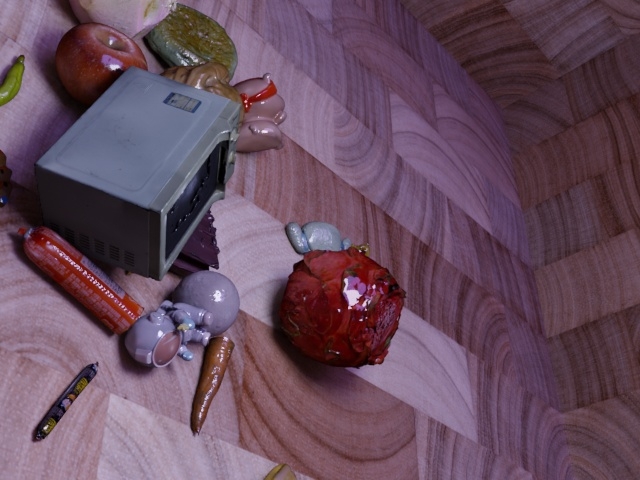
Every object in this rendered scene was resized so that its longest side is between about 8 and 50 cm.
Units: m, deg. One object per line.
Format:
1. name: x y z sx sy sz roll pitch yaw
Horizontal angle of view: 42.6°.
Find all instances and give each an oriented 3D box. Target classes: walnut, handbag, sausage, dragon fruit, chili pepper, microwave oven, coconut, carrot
1. walnut: -0.292 -0.310 1.924 0.224 0.257 0.257 30 32 9
2. handbag: -0.317 -0.033 1.794 0.216 0.074 0.203 29 36 -43
3. sausage: -0.441 0.277 1.439 0.028 0.025 0.198 50 34 -14
4. dragon fruit: 0.049 0.164 1.978 0.301 0.296 0.296 20 37 4
5. sausage: -0.454 0.067 1.537 0.274 0.074 0.074 47 35 -24
6. chili pepper: -0.620 -0.303 1.616 0.048 0.043 0.208 27 35 -7
7. microwave oven: -0.345 -0.132 1.605 0.286 0.219 0.355 19 47 8
8. coconut: -0.458 -0.572 1.874 0.233 0.233 0.245 55 31 -11
9. carrot: -0.234 0.301 1.707 0.057 0.057 0.224 42 42 -29

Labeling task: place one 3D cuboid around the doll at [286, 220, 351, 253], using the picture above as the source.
1. doll: 0.000 0.000 2.227 0.214 0.071 0.104 14 61 -35

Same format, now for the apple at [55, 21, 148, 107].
1. apple: -0.470 -0.363 1.758 0.201 0.162 0.201 27 32 -19

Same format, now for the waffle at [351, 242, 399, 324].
1. waffle: 0.121 0.142 2.315 0.293 0.069 0.259 62 30 2

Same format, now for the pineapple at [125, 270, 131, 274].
1. pineapple: -0.388 0.036 1.706 0.045 0.019 0.083 18 49 -45

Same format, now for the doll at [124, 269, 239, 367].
1. doll: -0.284 0.163 1.660 0.151 0.151 0.287 60 38 -4

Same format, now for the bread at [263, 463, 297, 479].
1. bread: -0.092 0.525 1.724 0.082 0.056 0.115 59 25 -6

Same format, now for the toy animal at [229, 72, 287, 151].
1. toy animal: -0.178 -0.334 2.156 0.171 0.171 0.198 5 76 -54

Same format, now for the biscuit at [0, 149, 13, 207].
1. biscuit: -0.608 -0.122 1.509 0.130 0.019 0.119 62 32 -1

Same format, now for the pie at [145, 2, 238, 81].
1. pie: -0.333 -0.509 2.125 0.277 0.078 0.277 31 35 -25
